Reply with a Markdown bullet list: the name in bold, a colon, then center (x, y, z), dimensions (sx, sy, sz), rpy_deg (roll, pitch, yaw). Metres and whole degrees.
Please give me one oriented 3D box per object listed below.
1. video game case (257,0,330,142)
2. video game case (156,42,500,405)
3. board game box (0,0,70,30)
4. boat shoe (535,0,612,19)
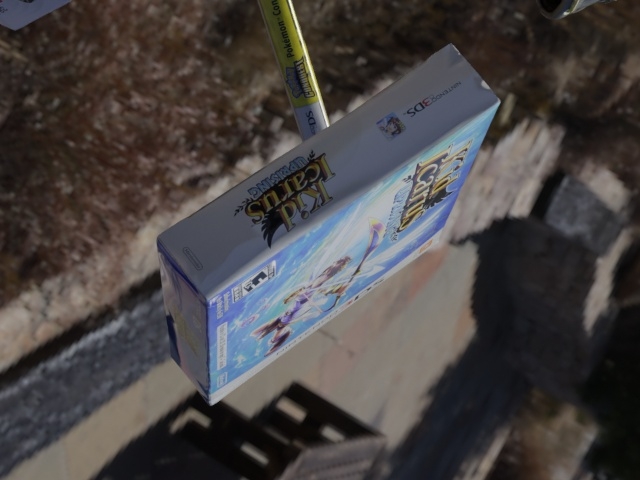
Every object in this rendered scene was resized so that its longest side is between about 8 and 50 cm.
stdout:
- **video game case**: center (-0.046, -0.254, 1.464), dimensions (0.275, 0.035, 0.248), rpy_deg (-105, 177, -54)
- **video game case**: center (0.000, 0.000, 0.971), dimensions (0.244, 0.061, 0.269), rpy_deg (-36, 166, -16)
- **board game box**: center (-0.079, -0.265, 0.628), dimensions (0.053, 0.193, 0.305), rpy_deg (27, 63, -37)
- **boat shoe**: center (0.225, -0.319, 1.162), dimensions (0.091, 0.109, 0.305), rpy_deg (-33, 143, -10)
